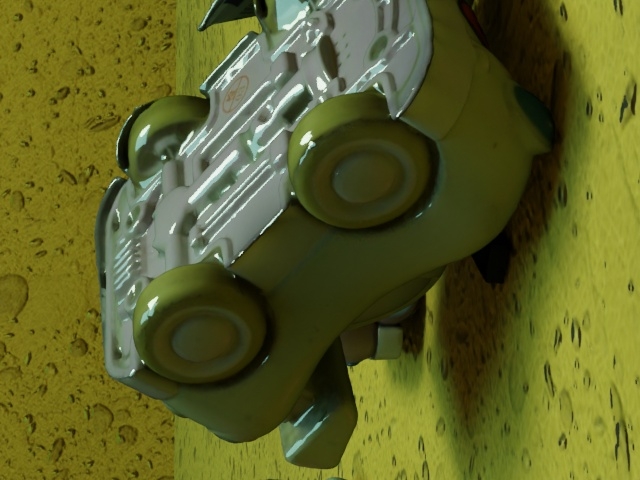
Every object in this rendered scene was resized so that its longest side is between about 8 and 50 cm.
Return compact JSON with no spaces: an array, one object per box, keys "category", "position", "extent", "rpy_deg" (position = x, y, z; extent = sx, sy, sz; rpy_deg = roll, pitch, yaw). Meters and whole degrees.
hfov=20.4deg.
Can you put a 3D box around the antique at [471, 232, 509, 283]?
[{"category":"antique","position":[0.102,-0.024,1.255],"extent":[0.192,0.015,0.031],"rpy_deg":[-110,21,-63]}]

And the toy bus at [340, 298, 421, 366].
[{"category":"toy bus","position":[0.000,0.000,1.451],"extent":[0.142,0.142,0.203],"rpy_deg":[-179,89,-79]}]

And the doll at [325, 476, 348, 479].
[{"category":"doll","position":[-0.002,0.304,1.657],"extent":[0.103,0.071,0.214],"rpy_deg":[-110,26,-58]}]

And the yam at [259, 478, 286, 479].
[{"category":"yam","position":[-0.007,0.339,1.464],"extent":[0.161,0.161,0.268],"rpy_deg":[-136,45,-75]}]

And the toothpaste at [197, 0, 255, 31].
[{"category":"toothpaste","position":[0.002,-0.195,1.319],"extent":[0.268,0.069,0.047],"rpy_deg":[-23,-82,-57]}]

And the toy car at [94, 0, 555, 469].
[{"category":"toy car","position":[0.015,-0.028,1.198],"extent":[0.336,0.226,0.242],"rpy_deg":[-44,33,24]}]
